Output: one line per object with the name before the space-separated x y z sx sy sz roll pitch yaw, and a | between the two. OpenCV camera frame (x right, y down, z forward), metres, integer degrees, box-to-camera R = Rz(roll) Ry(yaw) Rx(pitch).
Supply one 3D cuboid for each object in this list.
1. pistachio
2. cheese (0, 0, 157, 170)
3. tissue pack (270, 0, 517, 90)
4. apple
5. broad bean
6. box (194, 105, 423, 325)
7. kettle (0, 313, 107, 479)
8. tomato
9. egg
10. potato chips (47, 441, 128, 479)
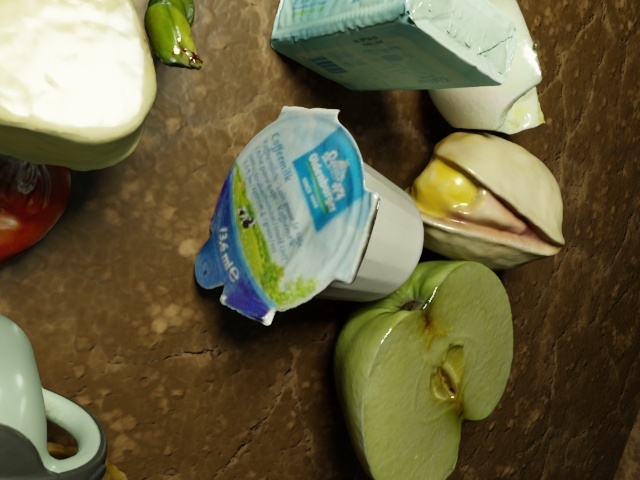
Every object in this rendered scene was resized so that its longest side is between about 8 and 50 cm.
pistachio | 0.276 -0.055 0.839 0.309 0.230 0.229 16 94 -37
cheese | -0.341 -0.219 0.373 0.384 0.104 0.383 3 83 -24
tissue pack | 0.080 -0.253 0.625 0.177 0.263 0.089 13 93 -37
apple | 0.178 0.204 0.815 0.312 0.320 0.360 -17 121 12
broad bean | -0.146 -0.216 0.498 0.053 0.256 0.052 18 115 -26
box | 0.000 0.000 0.685 0.291 0.262 0.206 -39 145 26
kettle | -0.323 0.181 0.484 0.221 0.236 0.161 22 90 -37
tomato | -0.357 -0.062 0.480 0.228 0.101 0.227 -13 113 -34
egg | 0.254 -0.267 0.809 0.271 0.162 0.206 -16 88 -68
potato chips | -0.339 0.328 0.633 0.202 0.049 0.150 37 77 -34
